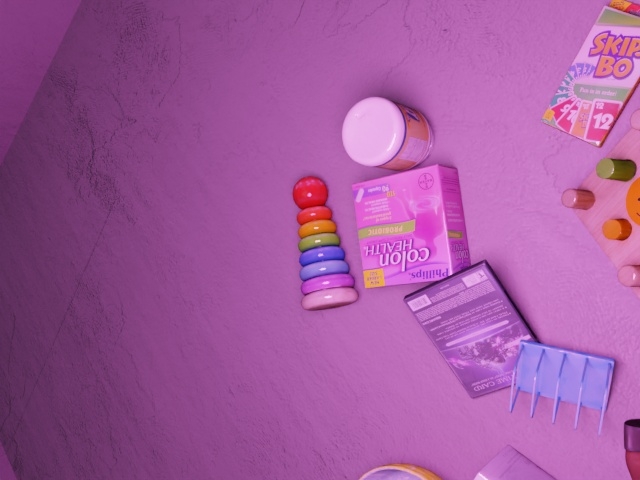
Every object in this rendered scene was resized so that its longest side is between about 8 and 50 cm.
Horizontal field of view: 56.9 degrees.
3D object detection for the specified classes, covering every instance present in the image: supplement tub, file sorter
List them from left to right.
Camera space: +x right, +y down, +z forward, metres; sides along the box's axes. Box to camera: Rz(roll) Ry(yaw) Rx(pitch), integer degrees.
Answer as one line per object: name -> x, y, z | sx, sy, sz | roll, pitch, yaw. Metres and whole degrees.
supplement tub -> 0.153, -0.228, 1.289 | 0.144, 0.199, 0.144 | 1, 92, 34
file sorter -> 0.454, 0.281, 1.122 | 0.170, 0.104, 0.118 | 9, 118, 27

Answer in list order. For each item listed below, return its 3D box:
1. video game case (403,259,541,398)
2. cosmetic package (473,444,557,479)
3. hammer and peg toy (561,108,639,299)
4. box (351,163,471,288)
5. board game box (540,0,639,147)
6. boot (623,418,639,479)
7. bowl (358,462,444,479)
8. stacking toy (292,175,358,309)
video game case -> 0.326, 0.190, 1.218 | 0.196, 0.026, 0.274 | -30, 102, 31
cosmetic package -> 0.396, 0.534, 1.122 | 0.224, 0.224, 0.138 | 34, 104, 28
hammer and peg toy -> 0.581, -0.097, 0.946 | 0.361, 0.127, 0.266 | -61, 37, 42
box -> 0.201, -0.026, 1.312 | 0.213, 0.117, 0.243 | -9, 87, 34
board game box -> 0.543, -0.321, 1.123 | 0.124, 0.039, 0.259 | 34, 107, 28
boot -> 0.662, 0.466, 1.008 | 0.264, 0.096, 0.281 | -8, 87, 41
bowl -> 0.216, 0.617, 1.293 | 0.289, 0.156, 0.290 | 2, 93, 36
stacking toy -> 0.000, 0.000, 1.457 | 0.141, 0.141, 0.330 | -17, 75, 33
